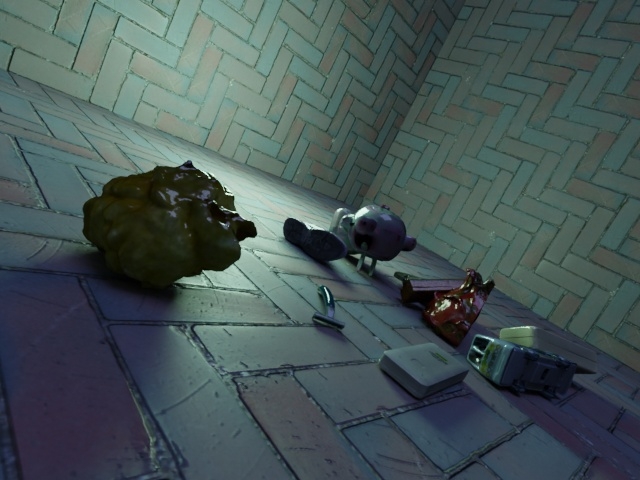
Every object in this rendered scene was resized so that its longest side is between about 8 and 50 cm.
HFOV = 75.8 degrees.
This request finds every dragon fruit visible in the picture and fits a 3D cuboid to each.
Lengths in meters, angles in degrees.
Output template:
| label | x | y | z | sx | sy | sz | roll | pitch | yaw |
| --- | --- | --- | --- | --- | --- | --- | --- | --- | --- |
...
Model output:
| label | x | y | z | sx | sy | sz | roll | pitch | yaw |
| --- | --- | --- | --- | --- | --- | --- | --- | --- | --- |
| dragon fruit | 0.405 | 0.175 | 1.199 | 0.134 | 0.212 | 0.262 | 40 | 9 | 18 |

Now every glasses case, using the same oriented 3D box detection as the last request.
| label | x | y | z | sx | sy | sz | roll | pitch | yaw |
| --- | --- | --- | --- | --- | --- | --- | --- | --- | --- |
| glasses case | 0.364 | 0.155 | 1.290 | 0.218 | 0.075 | 0.049 | 1 | 54 | -19 |
| glasses case | 0.721 | 0.350 | 1.298 | 0.312 | 0.070 | 0.131 | 23 | -25 | -21 |

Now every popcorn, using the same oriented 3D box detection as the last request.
| label | x | y | z | sx | sy | sz | roll | pitch | yaw |
| --- | --- | --- | --- | --- | --- | --- | --- | --- | --- |
| popcorn | -0.231 | -0.032 | 0.660 | 0.265 | 0.193 | 0.233 | 12 | 12 | 18 |

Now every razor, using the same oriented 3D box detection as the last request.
| label | x | y | z | sx | sy | sz | roll | pitch | yaw |
| --- | --- | --- | --- | --- | --- | --- | --- | --- | --- |
| razor | 0.013 | 0.130 | 0.893 | 0.068 | 0.037 | 0.191 | 24 | 11 | -9 |

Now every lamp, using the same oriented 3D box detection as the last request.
| label | x | y | z | sx | sy | sz | roll | pitch | yaw |
| --- | --- | --- | --- | --- | --- | --- | --- | --- | --- |
| lamp | 0.156 | -0.004 | 1.442 | 0.247 | 0.248 | 0.301 | 26 | -12 | -27 |

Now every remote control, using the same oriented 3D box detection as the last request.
| label | x | y | z | sx | sy | sz | roll | pitch | yaw |
| --- | --- | --- | --- | --- | --- | --- | --- | --- | --- |
| remote control | 0.211 | 0.249 | 0.812 | 0.103 | 0.034 | 0.250 | 34 | 14 | 34 |

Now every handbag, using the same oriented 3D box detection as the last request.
| label | x | y | z | sx | sy | sz | roll | pitch | yaw |
| --- | --- | --- | --- | --- | --- | --- | --- | --- | --- |
| handbag | 0.384 | 0.172 | 1.487 | 0.256 | 0.079 | 0.219 | 15 | 10 | -46 |

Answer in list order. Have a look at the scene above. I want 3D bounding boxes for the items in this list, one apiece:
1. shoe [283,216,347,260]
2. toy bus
| label | x | y | z | sx | sy | sz | roll | pitch | yaw |
| --- | --- | --- | --- | --- | --- | --- | --- | --- | --- |
| shoe | 0.000 | 0.000 | 1.320 | 0.245 | 0.095 | 0.137 | 27 | 11 | 35 |
| toy bus | 0.519 | 0.317 | 1.052 | 0.329 | 0.109 | 0.136 | 20 | 3 | -33 |
